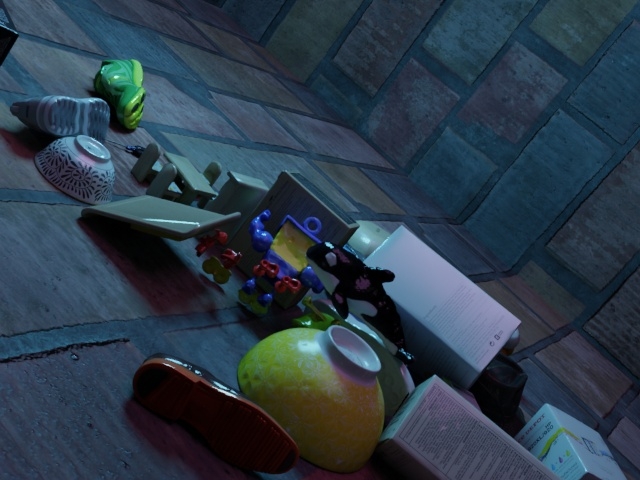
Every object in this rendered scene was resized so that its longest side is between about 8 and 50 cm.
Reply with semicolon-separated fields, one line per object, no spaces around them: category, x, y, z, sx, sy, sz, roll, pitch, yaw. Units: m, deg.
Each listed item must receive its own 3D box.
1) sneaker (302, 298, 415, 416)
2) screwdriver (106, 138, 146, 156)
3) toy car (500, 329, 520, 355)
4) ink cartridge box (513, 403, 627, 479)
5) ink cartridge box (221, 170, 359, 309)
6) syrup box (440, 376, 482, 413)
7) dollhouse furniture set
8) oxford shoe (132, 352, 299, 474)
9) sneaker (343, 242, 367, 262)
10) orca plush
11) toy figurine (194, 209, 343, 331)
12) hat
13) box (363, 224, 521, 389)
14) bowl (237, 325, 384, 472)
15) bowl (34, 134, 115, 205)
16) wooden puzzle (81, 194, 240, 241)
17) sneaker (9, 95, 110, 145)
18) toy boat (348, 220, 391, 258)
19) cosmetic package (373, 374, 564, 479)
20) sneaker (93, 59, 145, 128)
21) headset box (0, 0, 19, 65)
sneaker;0.130;0.231;1.800;0.323;0.130;0.236;43;21;32
screwdriver;-0.458;-0.217;1.969;0.169;0.025;0.024;13;30;-37
toy car;0.437;0.274;2.341;0.182;0.159;0.136;39;54;1
ink cartridge box;0.524;0.504;1.831;0.168;0.171;0.233;32;18;-20
ink cartridge box;-0.063;-0.003;1.838;0.193;0.235;0.088;42;17;11
syrup box;0.286;0.397;1.754;0.093;0.096;0.237;31;17;-22
dollhouse furniture set;-0.252;-0.131;1.905;0.212;0.161;0.242;13;30;-54
oxford shoe;-0.145;0.247;1.277;0.271;0.097;0.098;36;11;-7
sneaker;0.000;0.000;2.145;0.139;0.125;0.341;10;31;-54
orca plush;0.100;0.103;1.610;0.287;0.102;0.151;55;26;6
toy figurine;-0.037;0.042;1.687;0.362;0.191;0.217;38;60;0
hat;0.420;0.347;2.092;0.331;0.134;0.331;34;17;-12
box;0.243;0.170;1.942;0.345;0.168;0.215;40;-27;14
bowl;0.014;0.242;1.501;0.289;0.156;0.289;34;18;-12
bowl;-0.462;-0.152;1.678;0.170;0.080;0.170;34;18;-13
wooden puzzle;-0.299;-0.041;1.637;0.238;0.044;0.221;10;11;15
sneaker;-0.527;-0.259;1.776;0.115;0.105;0.281;13;-1;12
toy boat;0.174;0.072;2.326;0.318;0.148;0.267;33;11;8
cosmetic package;0.266;0.407;1.544;0.309;0.113;0.160;41;61;3
sneaker;-0.505;-0.367;2.147;0.123;0.110;0.296;5;31;-19
headset box;-0.682;-0.378;1.577;0.110;0.218;0.293;21;25;-44
